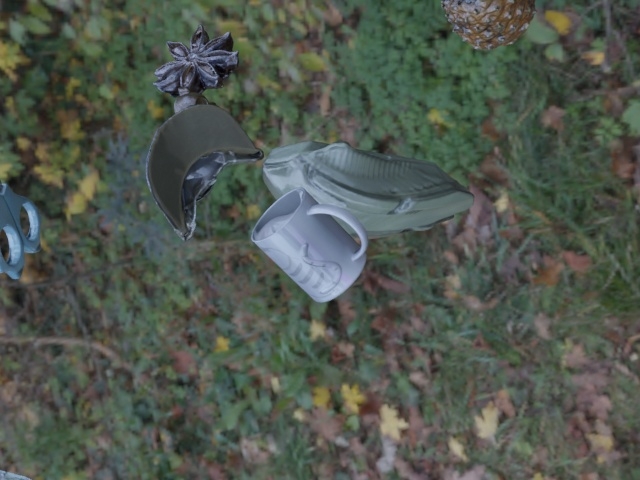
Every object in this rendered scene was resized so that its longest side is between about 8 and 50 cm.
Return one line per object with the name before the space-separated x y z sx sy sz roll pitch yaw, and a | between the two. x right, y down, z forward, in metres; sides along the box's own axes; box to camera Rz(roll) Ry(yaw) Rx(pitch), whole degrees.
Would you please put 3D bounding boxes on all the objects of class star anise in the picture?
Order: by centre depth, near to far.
star anise | -0.319 -0.451 2.482 0.236 0.223 0.109 18 158 30

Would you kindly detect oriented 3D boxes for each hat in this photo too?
hat | -0.226 -0.137 1.627 0.149 0.214 0.245 27 159 45

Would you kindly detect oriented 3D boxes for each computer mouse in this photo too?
computer mouse | 0.087 -0.073 1.792 0.228 0.429 0.145 147 128 -59

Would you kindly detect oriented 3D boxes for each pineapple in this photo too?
pineapple | 0.232 -0.406 1.454 0.157 0.278 0.158 -8 73 27

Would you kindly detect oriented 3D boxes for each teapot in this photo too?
teapot | -0.276 -0.313 2.150 0.080 0.110 0.085 -5 98 46

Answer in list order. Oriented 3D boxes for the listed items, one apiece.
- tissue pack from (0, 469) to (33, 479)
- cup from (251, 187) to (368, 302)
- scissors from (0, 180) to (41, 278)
tissue pack | -0.683 0.649 1.692 0.332 0.205 0.405 -41 -38 -75
cup | -0.007 0.008 1.253 0.133 0.099 0.136 46 165 -21
scissors | -0.590 -0.105 1.700 0.191 0.029 0.360 -75 -26 -57
